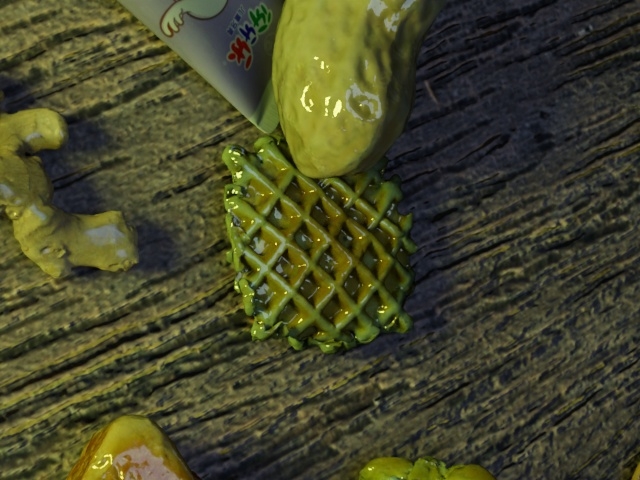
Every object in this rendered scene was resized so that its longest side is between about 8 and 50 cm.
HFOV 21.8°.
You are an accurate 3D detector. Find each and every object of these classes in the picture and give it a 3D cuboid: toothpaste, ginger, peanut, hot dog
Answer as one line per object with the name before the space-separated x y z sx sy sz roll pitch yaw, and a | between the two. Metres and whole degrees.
toothpaste | -0.153 -0.250 1.496 0.371 0.080 0.125 39 66 -28
ginger | -0.261 -0.060 1.425 0.258 0.065 0.149 22 75 -22
peanut | 0.038 -0.202 1.526 0.152 0.152 0.313 26 68 -23
hot dog | -0.170 0.287 1.402 0.153 0.150 0.257 31 73 -12

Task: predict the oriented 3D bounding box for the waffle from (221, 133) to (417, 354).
waffle | 0.000 0.000 1.556 0.207 0.054 0.214 -4 85 -30

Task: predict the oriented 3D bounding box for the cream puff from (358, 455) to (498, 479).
cream puff | 0.118 0.313 1.530 0.194 0.194 0.221 11 85 -26

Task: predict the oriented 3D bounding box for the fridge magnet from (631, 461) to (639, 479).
fridge magnet | 0.381 0.275 1.727 0.143 0.063 0.143 3 82 -25
